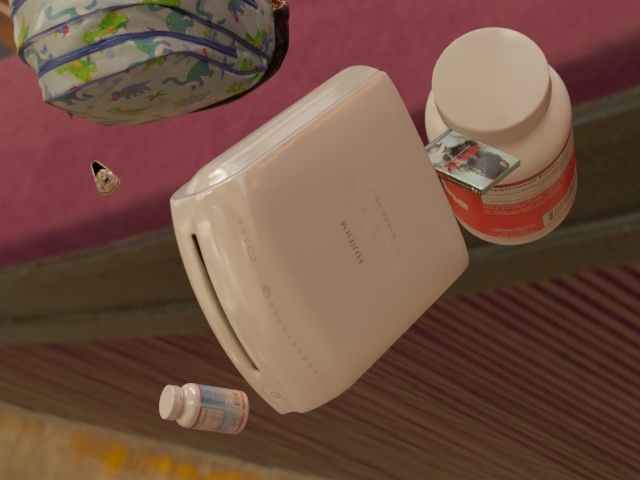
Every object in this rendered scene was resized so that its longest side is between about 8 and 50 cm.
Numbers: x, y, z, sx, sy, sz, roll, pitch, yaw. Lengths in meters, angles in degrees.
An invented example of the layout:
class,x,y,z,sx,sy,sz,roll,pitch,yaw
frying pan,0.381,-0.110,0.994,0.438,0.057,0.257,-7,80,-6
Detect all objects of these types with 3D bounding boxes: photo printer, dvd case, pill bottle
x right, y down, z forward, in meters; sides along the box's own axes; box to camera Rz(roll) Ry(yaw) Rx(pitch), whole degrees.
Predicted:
class,x,y,z,sx,sy,sz,roll,pitch,yaw
photo printer,0.000,0.000,1.180,0.107,0.256,0.307,-10,21,44
dvd case,0.192,-0.105,1.602,0.119,0.013,0.087,28,49,35
pill bottle,0.292,-0.164,1.941,0.229,0.408,0.229,-5,68,12
pill bottle,-0.226,0.323,2.337,0.087,0.160,0.087,-34,50,52

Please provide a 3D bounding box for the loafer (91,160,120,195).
class,x,y,z,sx,sy,sz,roll,pitch,yaw
loafer,-0.406,-0.118,2.249,0.045,0.039,0.125,-41,25,-4

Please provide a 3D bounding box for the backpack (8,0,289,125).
class,x,y,z,sx,sy,sz,roll,pitch,yaw
backpack,-0.231,-0.265,1.518,0.290,0.355,0.273,-10,66,19
